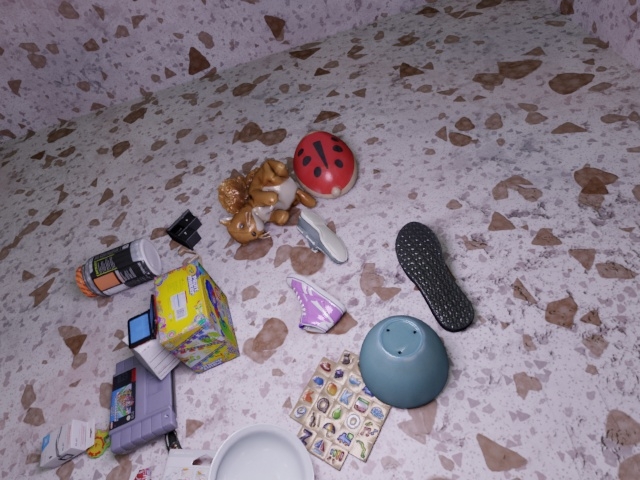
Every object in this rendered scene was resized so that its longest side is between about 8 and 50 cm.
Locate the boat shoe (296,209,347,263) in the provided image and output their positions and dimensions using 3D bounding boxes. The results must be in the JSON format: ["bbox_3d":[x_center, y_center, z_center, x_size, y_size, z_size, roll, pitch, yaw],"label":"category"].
[{"bbox_3d":[0.000,0.000,1.779,0.319,0.116,0.099,51,122,32],"label":"boat shoe"}]

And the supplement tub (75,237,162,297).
[{"bbox_3d":[-0.891,0.127,1.864,0.317,0.193,0.193,-21,49,0],"label":"supplement tub"}]

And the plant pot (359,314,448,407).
[{"bbox_3d":[0.257,0.349,1.324,0.291,0.195,0.290,-7,49,8],"label":"plant pot"}]

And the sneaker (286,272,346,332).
[{"bbox_3d":[-0.060,0.240,1.583,0.282,0.102,0.161,30,69,34],"label":"sneaker"}]

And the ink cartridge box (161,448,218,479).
[{"bbox_3d":[-0.365,0.771,1.277,0.276,0.060,0.238,-6,46,13],"label":"ink cartridge box"}]

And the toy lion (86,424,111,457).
[{"bbox_3d":[-0.769,0.706,1.473,0.100,0.034,0.095,-14,57,5],"label":"toy lion"}]

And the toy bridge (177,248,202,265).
[{"bbox_3d":[-0.575,0.087,1.908,0.063,0.026,0.188,-42,53,-19],"label":"toy bridge"}]

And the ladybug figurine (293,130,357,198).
[{"bbox_3d":[0.014,-0.380,2.013,0.306,0.161,0.449,-23,50,-2],"label":"ladybug figurine"}]

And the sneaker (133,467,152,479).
[{"bbox_3d":[-0.548,0.772,1.342,0.119,0.042,0.066,6,58,24],"label":"sneaker"}]

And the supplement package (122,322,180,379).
[{"bbox_3d":[-0.590,0.387,1.484,0.105,0.179,0.105,20,50,31],"label":"supplement package"}]

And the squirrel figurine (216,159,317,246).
[{"bbox_3d":[-0.295,-0.158,1.903,0.397,0.281,0.370,26,74,43],"label":"squirrel figurine"}]

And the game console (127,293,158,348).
[{"bbox_3d":[-0.603,0.271,1.420,0.085,0.124,0.144,0,34,-28],"label":"game console"}]

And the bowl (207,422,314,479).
[{"bbox_3d":[-0.176,0.693,1.198,0.298,0.134,0.297,10,49,-12],"label":"bowl"}]

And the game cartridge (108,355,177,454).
[{"bbox_3d":[-0.638,0.551,1.512,0.231,0.068,0.355,-21,42,-5],"label":"game cartridge"}]

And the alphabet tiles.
[{"bbox_3d":[0.072,0.534,1.364,0.286,0.011,0.342,18,60,29],"label":"alphabet tiles"}]

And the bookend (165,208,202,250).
[{"bbox_3d":[-0.622,-0.052,2.004,0.157,0.072,0.156,24,63,31],"label":"bookend"}]

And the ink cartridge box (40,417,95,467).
[{"bbox_3d":[-0.880,0.700,1.465,0.180,0.060,0.104,-32,49,8],"label":"ink cartridge box"}]

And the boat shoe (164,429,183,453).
[{"bbox_3d":[-0.487,0.687,1.393,0.049,0.042,0.133,-29,51,-10],"label":"boat shoe"}]

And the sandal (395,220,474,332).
[{"bbox_3d":[0.398,0.133,1.539,0.168,0.107,0.445,-20,62,0],"label":"sandal"}]

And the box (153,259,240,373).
[{"bbox_3d":[-0.454,0.284,1.549,0.177,0.279,0.289,-23,50,-2],"label":"box"}]
